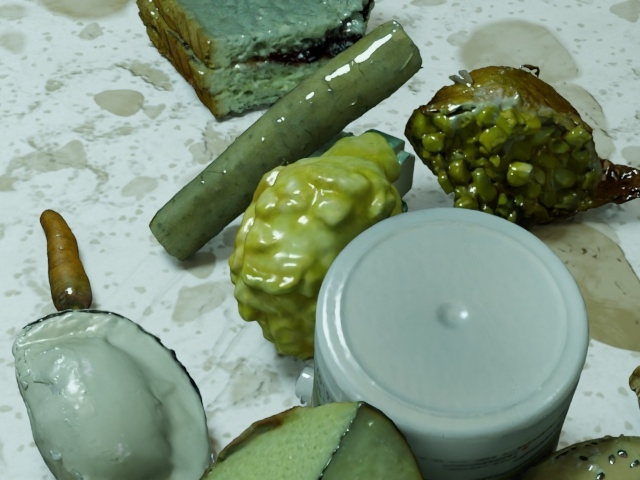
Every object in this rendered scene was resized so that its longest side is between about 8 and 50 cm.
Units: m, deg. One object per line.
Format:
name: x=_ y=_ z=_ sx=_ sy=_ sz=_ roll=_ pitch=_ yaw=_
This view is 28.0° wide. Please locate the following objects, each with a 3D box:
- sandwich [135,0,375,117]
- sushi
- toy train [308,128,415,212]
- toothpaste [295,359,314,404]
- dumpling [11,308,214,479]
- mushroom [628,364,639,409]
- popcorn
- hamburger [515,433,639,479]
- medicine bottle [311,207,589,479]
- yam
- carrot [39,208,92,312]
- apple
sandwich: x=-0.068 y=-0.319 z=1.820 sx=0.325 sy=0.131 sz=0.262 roll=-16 pitch=43 yaw=-22
sushi: x=0.243 y=-0.101 z=1.544 sx=0.296 sy=0.167 sz=0.179 roll=32 pitch=24 yaw=-29
toy train: x=0.022 y=-0.088 z=1.561 sx=0.194 sy=0.125 sz=0.081 roll=23 pitch=41 yaw=22
toothpaste: x=0.121 y=0.200 z=1.291 sx=0.314 sy=0.056 sz=0.058 roll=20 pitch=82 yaw=17
dumpling: x=-0.194 y=0.172 z=1.246 sx=0.172 sy=0.142 sz=0.247 roll=-25 pitch=77 yaw=-28
mushroom: x=0.463 y=0.221 z=1.229 sx=0.208 sy=0.301 sz=0.233 roll=2 pitch=84 yaw=-18
popcorn: x=0.000 y=0.000 z=1.381 sx=0.192 sy=0.233 sz=0.266 roll=10 pitch=58 yaw=28
hamburger: x=0.263 y=0.307 z=1.056 sx=0.318 sy=0.195 sz=0.277 roll=-1 pitch=45 yaw=5
medicine bottle: x=0.109 y=0.127 z=1.171 sx=0.238 sy=0.232 sz=0.238 roll=0 pitch=56 yaw=0
yam: x=-0.043 y=-0.117 z=1.489 sx=0.371 sy=0.083 sz=0.083 roll=-38 pitch=46 yaw=5
carrot: x=-0.299 y=0.018 z=1.484 sx=0.047 sy=0.047 sz=0.191 roll=-10 pitch=42 yaw=-14
apple: x=-0.040 y=0.293 z=1.033 sx=0.254 sy=0.179 sz=0.346 roll=24 pitch=78 yaw=16
